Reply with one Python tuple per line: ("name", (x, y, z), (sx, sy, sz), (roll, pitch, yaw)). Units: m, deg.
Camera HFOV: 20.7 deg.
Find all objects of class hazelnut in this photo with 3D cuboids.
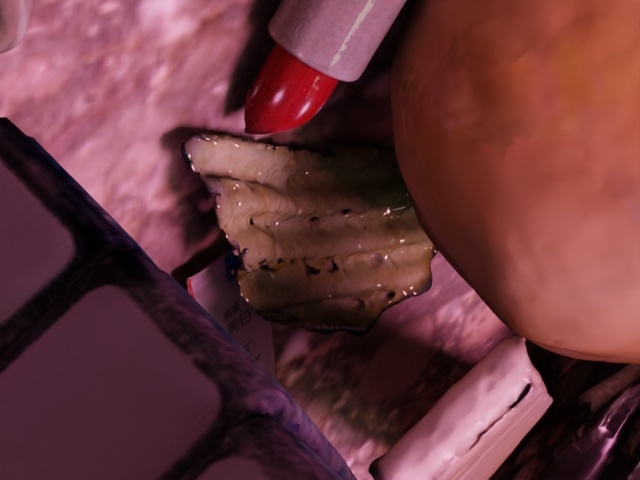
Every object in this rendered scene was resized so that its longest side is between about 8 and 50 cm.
("hazelnut", (0.155, -0.062, 0.733), (0.261, 0.241, 0.261), (-25, 137, -26))

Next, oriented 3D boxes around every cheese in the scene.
("cheese", (0.080, 0.095, 0.853), (0.085, 0.034, 0.400), (-45, 170, -1))

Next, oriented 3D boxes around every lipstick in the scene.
("lipstick", (0.023, -0.116, 0.687), (0.057, 0.063, 0.186), (7, 121, -53))

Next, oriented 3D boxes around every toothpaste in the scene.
("toothpaste", (-0.035, 0.076, 0.814), (0.048, 0.031, 0.190), (-36, 140, -31))

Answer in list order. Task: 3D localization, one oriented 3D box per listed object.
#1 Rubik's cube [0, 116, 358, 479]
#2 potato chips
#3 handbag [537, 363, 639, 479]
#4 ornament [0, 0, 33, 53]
("Rubik's cube", (-0.075, 0.230, 0.596), (0.344, 0.337, 0.344), (-44, 147, -6))
("potato chips", (0.001, 0.000, 0.775), (0.207, 0.028, 0.092), (3, 102, -57))
("handbag", (0.267, 0.049, 1.017), (0.416, 0.180, 0.317), (-60, 152, 8))
("ornament", (-0.143, -0.086, 0.442), (0.285, 0.120, 0.130), (-39, 140, -24))
